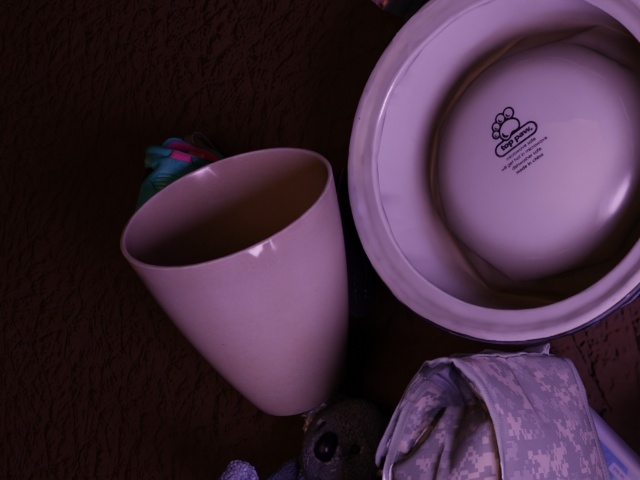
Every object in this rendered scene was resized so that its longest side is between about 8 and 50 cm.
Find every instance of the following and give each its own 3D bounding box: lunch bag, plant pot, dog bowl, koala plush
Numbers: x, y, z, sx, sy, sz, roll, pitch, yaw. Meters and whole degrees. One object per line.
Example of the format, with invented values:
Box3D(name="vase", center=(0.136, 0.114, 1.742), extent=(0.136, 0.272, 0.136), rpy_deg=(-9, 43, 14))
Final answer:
Box3D(name="lunch bag", center=(0.180, 0.248, 0.969), extent=(0.169, 0.235, 0.287), rpy_deg=(-10, 79, 40))
Box3D(name="plant pot", center=(-0.066, 0.068, 1.168), extent=(0.256, 0.256, 0.274), rpy_deg=(4, 127, 38))
Box3D(name="dog bowl", center=(0.235, -0.089, 1.063), extent=(0.408, 0.150, 0.408), rpy_deg=(-4, 83, 38))
Box3D(name="koala plush", center=(0.011, 0.290, 1.203), extent=(0.196, 0.203, 0.221), rpy_deg=(23, 78, 28))

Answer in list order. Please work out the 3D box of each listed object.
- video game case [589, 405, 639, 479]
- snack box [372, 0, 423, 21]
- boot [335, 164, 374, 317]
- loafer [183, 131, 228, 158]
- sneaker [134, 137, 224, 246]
Box3D(name="video game case", center=(0.278, 0.372, 1.052), extent=(0.329, 0.036, 0.300), rpy_deg=(48, 113, 30))
Box3D(name="snack box", center=(0.086, -0.415, 1.260), extent=(0.207, 0.070, 0.174), rpy_deg=(48, 112, 32))
Box3D(name="boot", center=(0.000, 0.000, 1.285), extent=(0.137, 0.077, 0.198), rpy_deg=(0, 84, 43))
Box3D(name="loafer", center=(-0.147, -0.108, 1.420), extent=(0.050, 0.056, 0.148), rpy_deg=(-45, 71, 24))
Box3D(name="sneaker", center=(-0.202, -0.049, 1.367), extent=(0.124, 0.295, 0.178), rpy_deg=(19, 73, -4))
